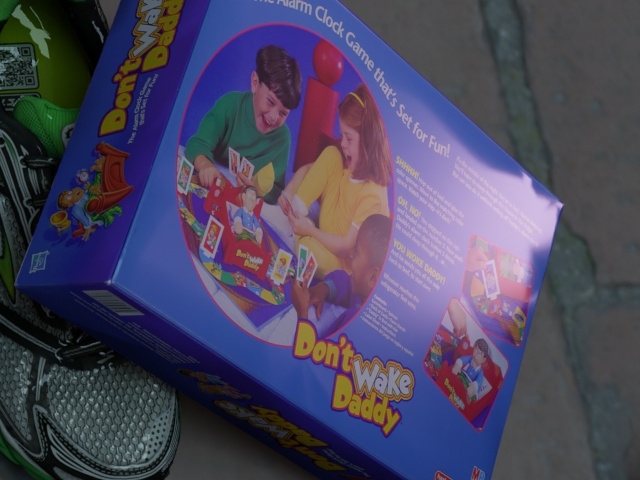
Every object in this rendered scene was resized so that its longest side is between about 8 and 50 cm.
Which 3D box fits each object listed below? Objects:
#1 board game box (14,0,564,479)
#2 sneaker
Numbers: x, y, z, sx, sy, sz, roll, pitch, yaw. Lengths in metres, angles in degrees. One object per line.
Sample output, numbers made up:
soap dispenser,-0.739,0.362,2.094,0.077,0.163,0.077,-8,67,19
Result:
board game box,0.000,0.000,1.148,0.347,0.078,0.233,38,61,-41
sneaker,-0.159,-0.012,1.129,0.134,0.146,0.343,-14,82,-25
